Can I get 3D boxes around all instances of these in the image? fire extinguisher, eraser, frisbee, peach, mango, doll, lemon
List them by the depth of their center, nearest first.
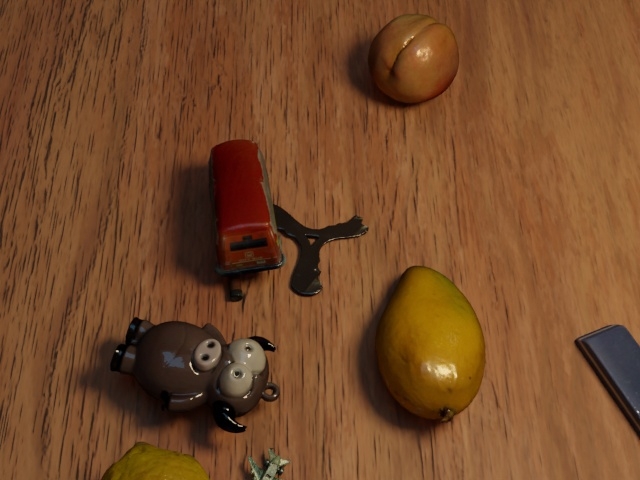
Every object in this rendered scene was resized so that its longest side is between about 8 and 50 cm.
[{"bbox_3d":[-0.227,0.381,1.323,0.180,0.181,0.193,-7,30,-10],"label":"lemon"},{"bbox_3d":[-0.186,0.195,1.498,0.257,0.117,0.182,15,49,9],"label":"doll"},{"bbox_3d":[0.176,0.161,1.562,0.176,0.119,0.317,3,45,0],"label":"mango"},{"bbox_3d":[0.514,0.231,1.583,0.082,0.036,0.225,-19,58,-18],"label":"eraser"},{"bbox_3d":[-0.145,0.063,1.652,0.028,0.022,0.083,-23,53,18],"label":"fire extinguisher"},{"bbox_3d":[0.000,0.000,1.720,0.187,0.012,0.211,-14,56,-16],"label":"frisbee"},{"bbox_3d":[0.181,-0.354,1.897,0.184,0.184,0.184,2,54,-3],"label":"peach"}]

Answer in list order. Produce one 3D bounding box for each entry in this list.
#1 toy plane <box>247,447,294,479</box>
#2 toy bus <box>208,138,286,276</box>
[{"bbox_3d":[-0.078,0.353,1.444,0.080,0.033,0.083,31,57,-1],"label":"toy plane"},{"bbox_3d":[-0.136,-0.068,1.674,0.121,0.120,0.265,-9,46,-2],"label":"toy bus"}]
